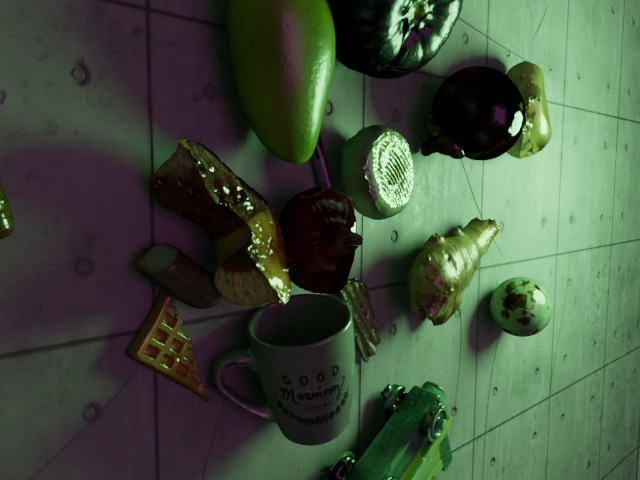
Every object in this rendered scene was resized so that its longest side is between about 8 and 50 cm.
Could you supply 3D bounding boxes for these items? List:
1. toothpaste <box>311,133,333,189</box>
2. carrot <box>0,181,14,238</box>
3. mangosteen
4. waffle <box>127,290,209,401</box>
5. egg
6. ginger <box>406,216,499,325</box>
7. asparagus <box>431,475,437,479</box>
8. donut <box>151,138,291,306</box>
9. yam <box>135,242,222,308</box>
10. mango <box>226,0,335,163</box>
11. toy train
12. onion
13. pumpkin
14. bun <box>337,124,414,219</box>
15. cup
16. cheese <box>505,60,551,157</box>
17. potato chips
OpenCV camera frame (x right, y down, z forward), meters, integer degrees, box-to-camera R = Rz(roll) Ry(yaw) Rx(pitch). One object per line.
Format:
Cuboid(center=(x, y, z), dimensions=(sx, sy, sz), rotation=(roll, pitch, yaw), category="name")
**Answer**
Cuboid(center=(-0.003, -0.168, 1.154), dimensions=(0.045, 0.028, 0.170), rotation=(-31, 111, -45), category="toothpaste")
Cuboid(center=(-0.448, -0.160, 0.696), dimensions=(0.070, 0.070, 0.342), rotation=(-23, 104, -41), category="carrot")
Cuboid(center=(0.346, -0.280, 1.374), dimensions=(0.265, 0.228, 0.228), rotation=(-37, 125, 2), category="mangosteen")
Cuboid(center=(-0.221, 0.182, 0.979), dimensions=(0.191, 0.032, 0.125), rotation=(43, 63, -41), category="waffle")
Cuboid(center=(0.577, 0.189, 1.665), dimensions=(0.231, 0.169, 0.169), rotation=(8, 89, -56), category="egg")
Cuboid(center=(0.338, 0.081, 1.424), dimensions=(0.375, 0.166, 0.236), rotation=(-15, 96, -37), category="ginger")
Cuboid(center=(0.262, 0.573, 1.336), dimensions=(0.015, 0.014, 0.114), rotation=(-31, 134, -23), category="asparagus")
Cuboid(center=(-0.154, -0.029, 0.953), dimensions=(0.295, 0.112, 0.151), rotation=(61, 20, -14), category="donut")
Cuboid(center=(-0.222, 0.059, 0.936), dimensions=(0.146, 0.069, 0.070), rotation=(45, 64, -46), category="yam")
Cuboid(center=(-0.060, -0.302, 0.997), dimensions=(0.192, 0.156, 0.343), rotation=(-15, 109, -34), category="mango")
Cuboid(center=(0.170, 0.508, 1.312), dimensions=(0.397, 0.160, 0.253), rotation=(-44, 131, -33), category="toy train")
Cuboid(center=(0.000, 0.000, 1.048), dimensions=(0.139, 0.218, 0.195), rotation=(15, 90, -17), category="onion")
Cuboid(center=(0.122, -0.467, 1.103), dimensions=(0.315, 0.238, 0.315), rotation=(-26, 137, -28), category="pumpkin")
Cuboid(center=(0.105, -0.140, 1.201), dimensions=(0.195, 0.118, 0.195), rotation=(-9, 102, -50), category="bun")
Cuboid(center=(-0.061, 0.249, 1.063), dimensions=(0.258, 0.186, 0.234), rotation=(-11, 112, -13), category="cup")
Cuboid(center=(0.535, -0.338, 1.541), dimensions=(0.316, 0.128, 0.260), rotation=(-47, 129, -68), category="cheese")
Cuboid(center=(0.093, 0.169, 1.282), dimensions=(0.092, 0.028, 0.207), rotation=(-40, 119, -33), category="potato chips")
